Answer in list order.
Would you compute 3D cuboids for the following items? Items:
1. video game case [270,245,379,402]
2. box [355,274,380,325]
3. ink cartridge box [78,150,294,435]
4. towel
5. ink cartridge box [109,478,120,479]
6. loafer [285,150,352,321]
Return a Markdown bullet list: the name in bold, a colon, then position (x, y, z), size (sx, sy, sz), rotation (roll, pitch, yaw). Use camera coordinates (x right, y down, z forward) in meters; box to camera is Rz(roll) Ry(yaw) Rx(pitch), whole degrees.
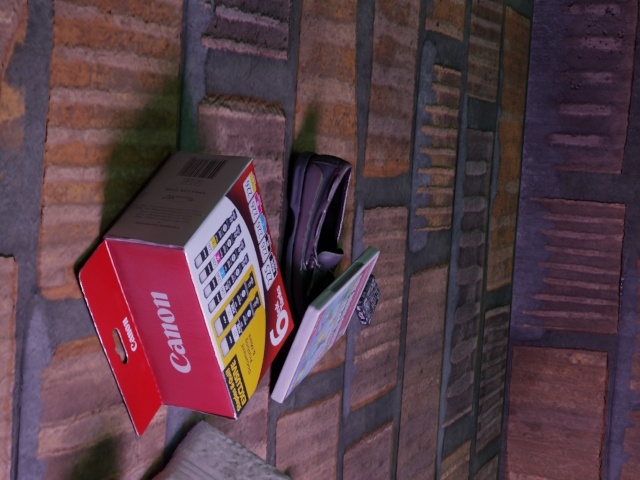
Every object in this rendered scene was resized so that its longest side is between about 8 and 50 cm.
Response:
- **video game case**: position (0.012, 0.144, 1.984), size (0.285, 0.025, 0.204), rotation (-41, 156, -58)
- **box**: position (0.096, 0.121, 2.281), size (0.067, 0.018, 0.083), rotation (68, 36, -47)
- **ink cartridge box**: position (-0.171, 0.083, 1.524), size (0.272, 0.130, 0.309), rotation (-58, 146, -44)
- **towel**: position (-0.104, 0.391, 1.607), size (0.049, 0.282, 0.187), rotation (-60, 175, 37)
- **ink cartridge box**: position (-0.218, 0.383, 1.423), size (0.127, 0.175, 0.072), rotation (-52, 141, -52)
- **loafer**: position (0.000, 0.000, 1.931), size (0.109, 0.095, 0.302), rotation (-27, 121, -65)
